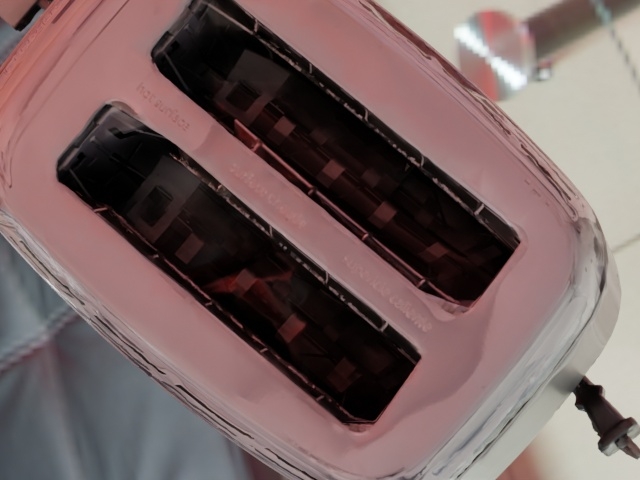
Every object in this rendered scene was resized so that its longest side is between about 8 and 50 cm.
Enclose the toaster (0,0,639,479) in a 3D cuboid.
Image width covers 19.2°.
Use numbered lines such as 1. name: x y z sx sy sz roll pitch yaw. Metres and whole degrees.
1. toaster: 0.000 0.000 0.560 0.227 0.146 0.129 41 91 10
